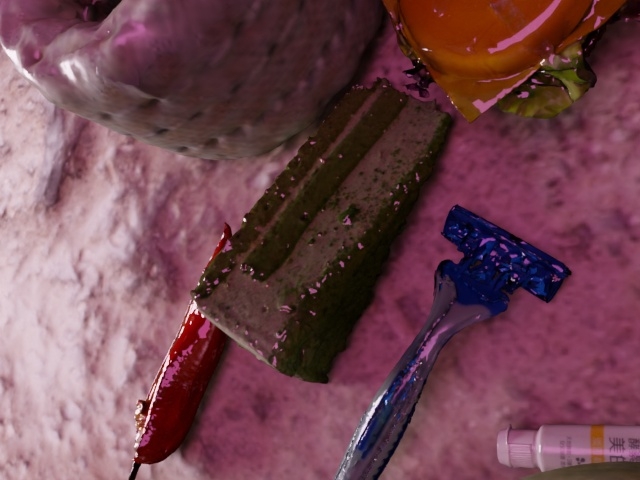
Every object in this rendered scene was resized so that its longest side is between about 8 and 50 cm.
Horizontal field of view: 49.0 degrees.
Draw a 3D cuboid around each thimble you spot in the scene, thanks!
[{"bbox_3d":[-0.109,-0.220,0.565,0.291,0.195,0.292,-9,72,29],"label":"thimble"}]

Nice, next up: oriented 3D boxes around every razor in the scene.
[{"bbox_3d":[0.045,0.132,0.494,0.093,0.056,0.324,35,100,28],"label":"razor"}]

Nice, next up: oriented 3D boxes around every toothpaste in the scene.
[{"bbox_3d":[0.202,0.129,0.417,0.190,0.031,0.048,-4,76,27],"label":"toothpaste"}]

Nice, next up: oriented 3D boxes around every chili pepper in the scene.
[{"bbox_3d":[-0.118,0.114,0.598,0.050,0.059,0.268,24,91,-7],"label":"chili pepper"}]

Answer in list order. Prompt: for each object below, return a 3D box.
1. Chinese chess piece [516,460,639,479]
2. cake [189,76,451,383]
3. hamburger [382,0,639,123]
[{"bbox_3d":[0.157,0.276,0.300,0.349,0.146,0.350,-7,64,15],"label":"Chinese chess piece"},{"bbox_3d":[0.003,-0.017,0.520,0.100,0.099,0.235,30,96,29],"label":"cake"},{"bbox_3d":[0.128,-0.165,0.475,0.164,0.093,0.190,-26,68,26],"label":"hamburger"}]
